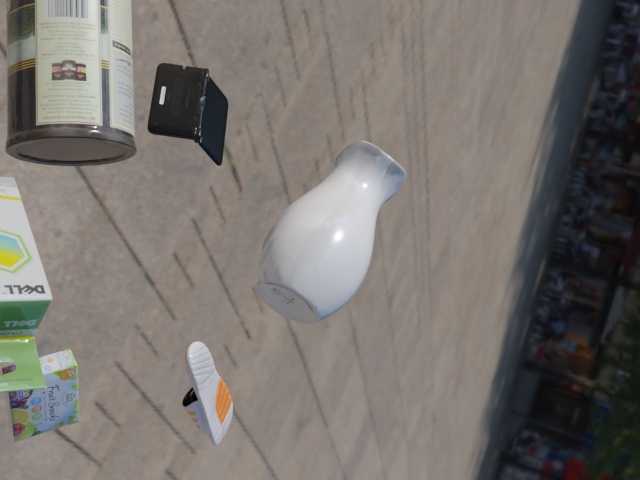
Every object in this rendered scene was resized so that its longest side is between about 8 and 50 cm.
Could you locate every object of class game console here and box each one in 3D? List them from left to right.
[{"bbox_3d":[-0.184,-0.177,1.299,0.071,0.107,0.122,110,-15,-58],"label":"game console"}]

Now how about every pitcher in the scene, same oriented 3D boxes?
[{"bbox_3d":[0.000,0.000,1.114,0.207,0.125,0.178,-59,-171,-27],"label":"pitcher"}]

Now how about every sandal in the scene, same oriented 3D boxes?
[{"bbox_3d":[-0.259,0.321,1.987,0.102,0.076,0.265,-56,141,-49],"label":"sandal"}]

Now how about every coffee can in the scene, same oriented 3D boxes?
[{"bbox_3d":[-0.399,-0.274,1.481,0.201,0.202,0.275,24,63,-73],"label":"coffee can"}]

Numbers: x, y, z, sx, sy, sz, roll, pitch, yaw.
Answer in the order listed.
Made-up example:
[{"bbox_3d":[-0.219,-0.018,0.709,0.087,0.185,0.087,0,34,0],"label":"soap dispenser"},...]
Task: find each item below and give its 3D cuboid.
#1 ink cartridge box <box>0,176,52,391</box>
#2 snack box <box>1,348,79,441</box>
[{"bbox_3d":[-0.312,0.033,0.829,0.109,0.209,0.062,2,138,-39],"label":"ink cartridge box"},{"bbox_3d":[-0.408,0.228,1.356,0.100,0.037,0.141,-16,140,-26],"label":"snack box"}]
